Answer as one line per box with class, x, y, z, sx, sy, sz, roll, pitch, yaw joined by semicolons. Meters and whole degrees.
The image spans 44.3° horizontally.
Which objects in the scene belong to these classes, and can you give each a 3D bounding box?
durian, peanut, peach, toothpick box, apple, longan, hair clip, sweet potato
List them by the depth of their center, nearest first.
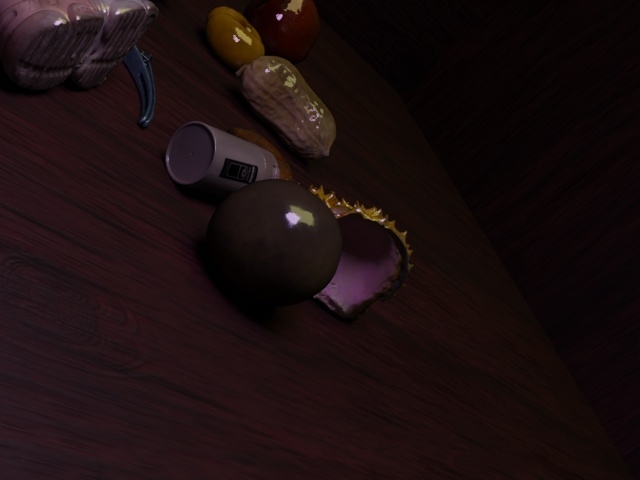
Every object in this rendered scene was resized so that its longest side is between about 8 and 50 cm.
longan;-0.063;0.004;1.193;0.220;0.196;0.196;46;15;-52
toothpick box;-0.163;-0.126;1.334;0.181;0.111;0.111;17;37;-57
durian;0.055;0.008;1.377;0.305;0.196;0.185;51;43;-23
hair clip;-0.310;-0.269;1.383;0.070;0.039;0.229;34;26;-45
sweet potato;-0.109;-0.131;1.507;0.097;0.097;0.292;33;20;-42
peanut;-0.074;-0.322;1.867;0.291;0.143;0.159;44;30;-25
peach;-0.213;-0.497;1.950;0.179;0.103;0.179;47;16;-18
apple;-0.110;-0.625;2.263;0.234;0.234;0.234;44;19;-20

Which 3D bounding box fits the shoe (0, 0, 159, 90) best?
shoe;-0.383;-0.349;1.156;0.198;0.172;0.351;46;17;-2
